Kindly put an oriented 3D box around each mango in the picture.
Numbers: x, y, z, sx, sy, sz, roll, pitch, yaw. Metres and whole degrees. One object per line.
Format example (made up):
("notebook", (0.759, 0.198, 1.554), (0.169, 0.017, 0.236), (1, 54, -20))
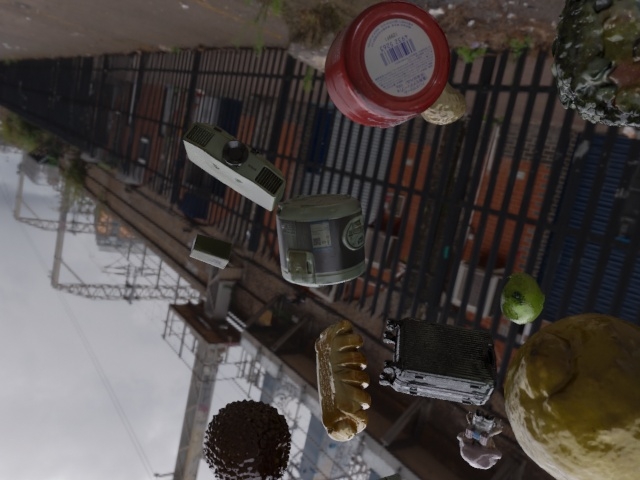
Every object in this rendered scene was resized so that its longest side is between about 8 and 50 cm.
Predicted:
("mango", (0.513, 0.152, 1.347), (0.100, 0.119, 0.178), (20, 165, 30))

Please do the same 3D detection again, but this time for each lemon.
("lemon", (0.435, 0.259, 0.808), (0.285, 0.285, 0.316), (22, 155, 47))

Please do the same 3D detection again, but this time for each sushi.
("sushi", (0.673, -0.430, 1.185), (0.294, 0.351, 0.178), (6, -166, 21))

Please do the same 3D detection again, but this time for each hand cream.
("hand cream", (0.128, -0.339, 1.039), (0.230, 0.230, 0.149), (10, -179, -13))

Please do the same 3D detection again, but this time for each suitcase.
("suitcase", (0.329, 0.333, 1.488), (0.312, 0.128, 0.202), (8, -135, 3))

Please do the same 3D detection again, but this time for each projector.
("projector", (-0.211, -0.192, 1.341), (0.270, 0.088, 0.193), (33, 166, -1))

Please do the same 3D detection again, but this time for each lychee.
("lychee", (-0.219, 0.600, 1.552), (0.268, 0.267, 0.267), (12, -170, -2))

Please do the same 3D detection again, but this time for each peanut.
("peanut", (0.234, -0.349, 1.224), (0.228, 0.104, 0.085), (31, 179, -13))

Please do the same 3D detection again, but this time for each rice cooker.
("rice cooker", (0.002, 0.003, 1.658), (0.289, 0.276, 0.288), (-4, -167, 1))

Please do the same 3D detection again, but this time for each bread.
("bread", (0.064, 0.385, 1.461), (0.121, 0.311, 0.173), (7, 153, -24))

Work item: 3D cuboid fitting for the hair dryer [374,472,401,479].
("hair dryer", (0.155, 0.616, 1.276), (0.082, 0.137, 0.047), (-14, -141, -9))

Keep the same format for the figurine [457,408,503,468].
("figurine", (0.480, 0.606, 1.605), (0.137, 0.229, 0.112), (14, -148, 24))

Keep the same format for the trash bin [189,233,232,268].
("trash bin", (-0.275, 0.025, 1.332), (0.092, 0.043, 0.061), (20, -134, -18))
